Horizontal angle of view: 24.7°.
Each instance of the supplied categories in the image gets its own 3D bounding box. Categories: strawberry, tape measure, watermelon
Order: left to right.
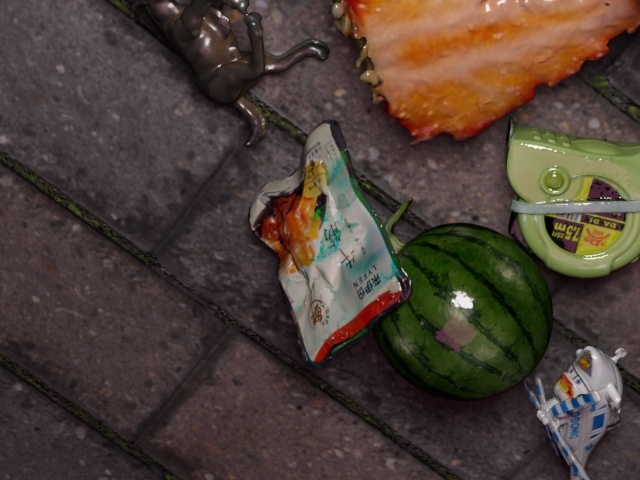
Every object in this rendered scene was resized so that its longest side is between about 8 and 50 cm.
[{"bbox_3d":[0.138,0.066,1.530,0.215,0.188,0.188,45,119,-5],"label":"watermelon"},{"bbox_3d":[0.139,-0.253,1.386,0.280,0.150,0.253,-30,128,24],"label":"strawberry"},{"bbox_3d":[0.271,-0.039,1.497,0.177,0.087,0.154,8,108,5],"label":"tape measure"}]

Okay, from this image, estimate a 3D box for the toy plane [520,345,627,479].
[{"bbox_3d":[0.295,0.225,1.617,0.107,0.182,0.273,-20,117,-12],"label":"toy plane"}]

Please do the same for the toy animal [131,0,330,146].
[{"bbox_3d":[-0.104,-0.214,1.510,0.148,0.084,0.232,-25,111,37],"label":"toy animal"}]

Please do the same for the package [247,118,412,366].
[{"bbox_3d":[0.000,0.000,1.535,0.040,0.232,0.166,9,141,-44],"label":"package"}]

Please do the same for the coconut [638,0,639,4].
[{"bbox_3d":[0.393,-0.270,1.220,0.323,0.323,0.323,6,119,11],"label":"coconut"}]
